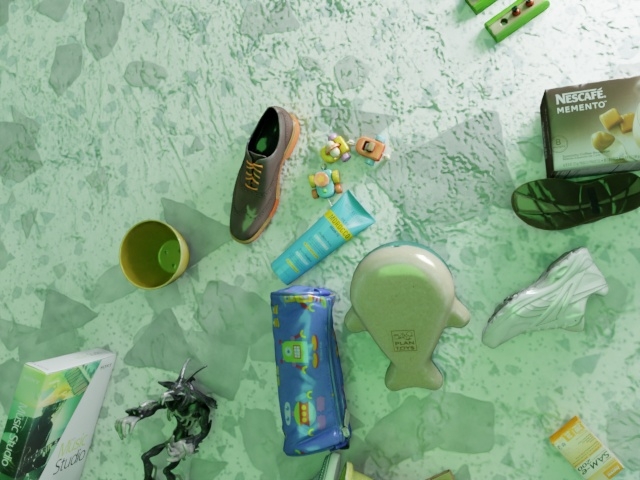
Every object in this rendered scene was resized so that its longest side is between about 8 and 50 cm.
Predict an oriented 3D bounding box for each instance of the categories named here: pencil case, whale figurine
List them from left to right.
[{"bbox_3d":[-0.016,0.231,1.056,0.133,0.119,0.306,-10,83,31],"label":"pencil case"},{"bbox_3d":[0.151,0.129,1.031,0.216,0.141,0.272,-7,109,15],"label":"whale figurine"}]

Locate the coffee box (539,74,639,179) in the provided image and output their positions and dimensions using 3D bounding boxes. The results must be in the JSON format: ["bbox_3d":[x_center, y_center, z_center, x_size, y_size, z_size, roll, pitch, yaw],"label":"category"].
[{"bbox_3d":[0.495,-0.186,0.959,0.246,0.098,0.141,-5,85,14],"label":"coffee box"}]

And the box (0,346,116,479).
[{"bbox_3d":[-0.512,0.375,1.122,0.058,0.232,0.322,16,91,11],"label":"box"}]

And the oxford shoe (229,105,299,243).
[{"bbox_3d":[-0.124,-0.127,1.122,0.097,0.098,0.271,17,90,16],"label":"oxford shoe"}]

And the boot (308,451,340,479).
[{"bbox_3d":[-0.024,0.466,1.067,0.086,0.069,0.190,15,92,13],"label":"boot"}]

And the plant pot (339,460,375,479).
[{"bbox_3d":[0.128,0.521,0.923,0.254,0.276,0.276,14,90,4],"label":"plant pot"}]

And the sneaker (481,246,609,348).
[{"bbox_3d":[0.377,0.119,0.978,0.232,0.090,0.115,-40,81,10],"label":"sneaker"}]

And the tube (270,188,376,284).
[{"bbox_3d":[0.000,0.000,1.108,0.207,0.052,0.080,-40,106,7],"label":"tube"}]

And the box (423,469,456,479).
[{"bbox_3d":[0.200,0.527,1.028,0.164,0.021,0.201,-29,79,11],"label":"box"}]

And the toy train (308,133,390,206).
[{"bbox_3d":[0.047,-0.137,1.104,0.125,0.046,0.166,30,94,15],"label":"toy train"}]

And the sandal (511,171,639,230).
[{"bbox_3d":[0.430,-0.069,0.995,0.219,0.060,0.090,-12,89,0],"label":"sandal"}]

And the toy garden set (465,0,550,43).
[{"bbox_3d":[0.334,-0.515,1.052,0.204,0.049,0.244,-34,78,10],"label":"toy garden set"}]

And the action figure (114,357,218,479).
[{"bbox_3d":[-0.287,0.368,1.112,0.164,0.141,0.276,10,90,27],"label":"action figure"}]

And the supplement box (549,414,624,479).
[{"bbox_3d":[0.436,0.348,0.970,0.062,0.036,0.098,-45,77,9],"label":"supplement box"}]

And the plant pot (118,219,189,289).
[{"bbox_3d":[-0.311,0.030,1.163,0.134,0.095,0.134,-1,85,15],"label":"plant pot"}]
